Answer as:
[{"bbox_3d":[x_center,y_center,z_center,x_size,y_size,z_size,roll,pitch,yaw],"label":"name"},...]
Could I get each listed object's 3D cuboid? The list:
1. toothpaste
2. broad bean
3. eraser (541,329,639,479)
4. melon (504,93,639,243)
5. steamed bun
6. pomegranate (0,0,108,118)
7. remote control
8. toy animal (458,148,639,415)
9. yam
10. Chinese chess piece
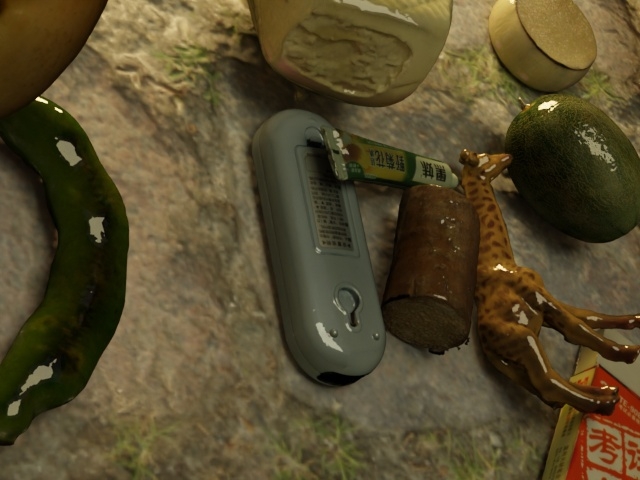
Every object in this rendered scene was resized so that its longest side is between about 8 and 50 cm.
[{"bbox_3d":[0.064,-0.063,1.139,0.204,0.031,0.049,8,61,-54],"label":"toothpaste"},{"bbox_3d":[-0.200,0.000,0.920,0.144,0.049,0.292,-5,65,-32],"label":"broad bean"},{"bbox_3d":[0.276,0.205,1.164,0.157,0.038,0.230,39,47,-14],"label":"eraser"},{"bbox_3d":[0.242,-0.072,1.255,0.167,0.114,0.114,49,46,-6],"label":"melon"},{"bbox_3d":[0.011,-0.215,1.147,0.170,0.152,0.238,13,42,-23],"label":"steamed bun"},{"bbox_3d":[-0.278,-0.217,0.830,0.319,0.319,0.319,19,54,-28],"label":"pomegranate"},{"bbox_3d":[0.000,0.000,1.070,0.087,0.047,0.244,8,61,-39],"label":"remote control"},{"bbox_3d":[0.184,0.038,1.170,0.149,0.054,0.275,-34,67,-14],"label":"toy animal"},{"bbox_3d":[0.096,0.022,1.109,0.084,0.084,0.127,29,53,-21],"label":"yam"},{"bbox_3d":[0.234,-0.215,1.379,0.122,0.051,0.122,20,52,-27],"label":"Chinese chess piece"}]
